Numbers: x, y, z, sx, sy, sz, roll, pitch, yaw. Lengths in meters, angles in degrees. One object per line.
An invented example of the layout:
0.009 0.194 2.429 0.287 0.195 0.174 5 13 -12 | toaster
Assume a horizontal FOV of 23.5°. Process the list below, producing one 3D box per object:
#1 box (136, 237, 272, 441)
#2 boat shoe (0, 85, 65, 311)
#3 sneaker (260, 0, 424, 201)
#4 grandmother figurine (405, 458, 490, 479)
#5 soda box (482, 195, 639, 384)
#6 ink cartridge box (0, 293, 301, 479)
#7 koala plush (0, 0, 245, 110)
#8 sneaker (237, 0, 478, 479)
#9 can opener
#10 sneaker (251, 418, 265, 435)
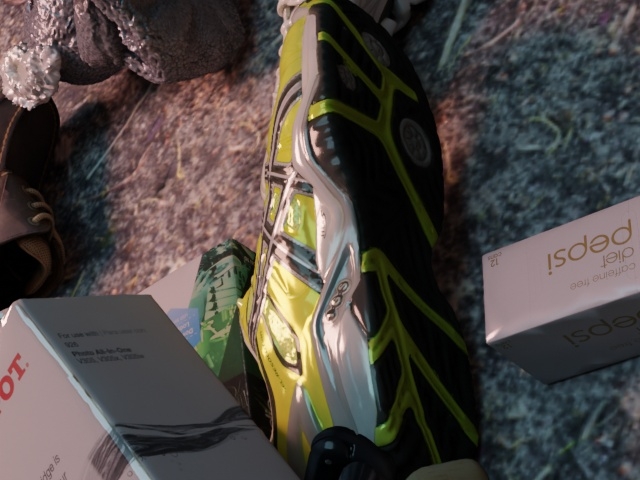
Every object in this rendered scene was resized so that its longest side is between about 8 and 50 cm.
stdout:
-0.124 0.182 1.160 0.232 0.058 0.322 -32 48 26 | box
-0.295 0.013 1.408 0.130 0.132 0.355 5 61 18 | boat shoe
0.004 -0.156 1.217 0.110 0.118 0.292 3 68 43 | sneaker
0.168 0.235 0.822 0.342 0.104 0.208 31 115 47 | grandmother figurine
0.207 0.018 0.936 0.216 0.074 0.069 -23 50 32 | soda box
-0.110 0.199 0.910 0.289 0.121 0.211 48 119 28 | ink cartridge box
-0.198 -0.208 1.408 0.221 0.203 0.196 -25 20 45 | koala plush
0.000 0.000 1.070 0.147 0.145 0.385 -23 58 35 | sneaker
0.007 0.189 0.957 0.059 0.186 0.073 22 43 13 | can opener
-0.130 0.150 1.078 0.217 0.079 0.121 -38 44 27 | sneaker
